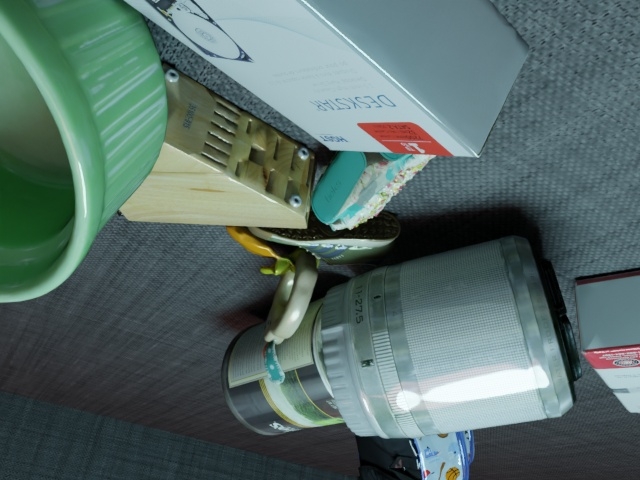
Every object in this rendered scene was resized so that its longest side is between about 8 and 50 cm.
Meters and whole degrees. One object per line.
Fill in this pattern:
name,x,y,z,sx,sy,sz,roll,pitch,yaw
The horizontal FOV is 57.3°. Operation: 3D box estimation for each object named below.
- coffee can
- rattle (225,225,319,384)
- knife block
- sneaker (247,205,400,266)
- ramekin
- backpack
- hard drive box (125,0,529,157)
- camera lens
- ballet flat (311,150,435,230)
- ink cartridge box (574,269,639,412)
coffee can,-0.010,0.206,0.972,0.202,0.201,0.275,27,145,-29
rattle,-0.089,0.095,0.819,0.143,0.130,0.199,14,115,-29
knife block,-0.176,-0.071,0.655,0.276,0.088,0.242,27,146,-29
sneaker,0.000,0.000,0.751,0.192,0.064,0.086,6,145,-1
ramekin,-0.271,-0.114,0.455,0.304,0.148,0.303,10,127,14
backpack,0.174,0.381,1.124,0.213,0.276,0.263,-17,-169,-15
hard drive box,-0.006,-0.155,0.397,0.232,0.089,0.181,30,172,-32
camera lens,0.163,0.124,0.733,0.274,0.219,0.219,-15,144,18
ballet flat,0.071,-0.092,0.573,0.077,0.091,0.241,-12,161,-37
ink cartridge box,0.498,0.146,0.821,0.197,0.114,0.273,-14,142,33
